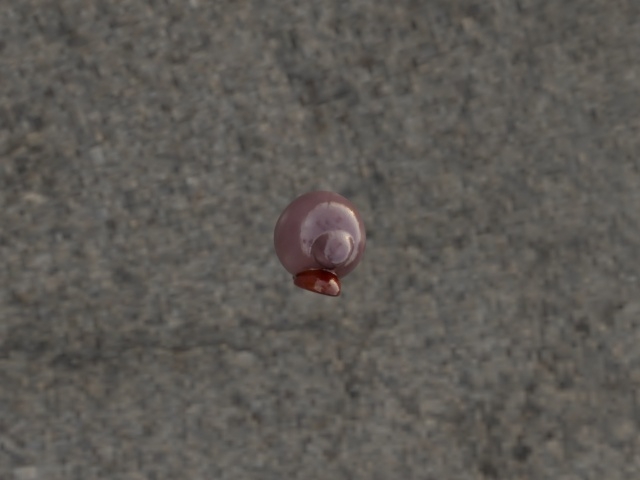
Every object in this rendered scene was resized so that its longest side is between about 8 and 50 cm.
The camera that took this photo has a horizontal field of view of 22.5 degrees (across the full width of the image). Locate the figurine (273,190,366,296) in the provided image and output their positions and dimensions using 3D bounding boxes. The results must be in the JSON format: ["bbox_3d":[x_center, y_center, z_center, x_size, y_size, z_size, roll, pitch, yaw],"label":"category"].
[{"bbox_3d":[0.000,0.000,1.155,0.067,0.083,0.071,12,95,-16],"label":"figurine"}]
